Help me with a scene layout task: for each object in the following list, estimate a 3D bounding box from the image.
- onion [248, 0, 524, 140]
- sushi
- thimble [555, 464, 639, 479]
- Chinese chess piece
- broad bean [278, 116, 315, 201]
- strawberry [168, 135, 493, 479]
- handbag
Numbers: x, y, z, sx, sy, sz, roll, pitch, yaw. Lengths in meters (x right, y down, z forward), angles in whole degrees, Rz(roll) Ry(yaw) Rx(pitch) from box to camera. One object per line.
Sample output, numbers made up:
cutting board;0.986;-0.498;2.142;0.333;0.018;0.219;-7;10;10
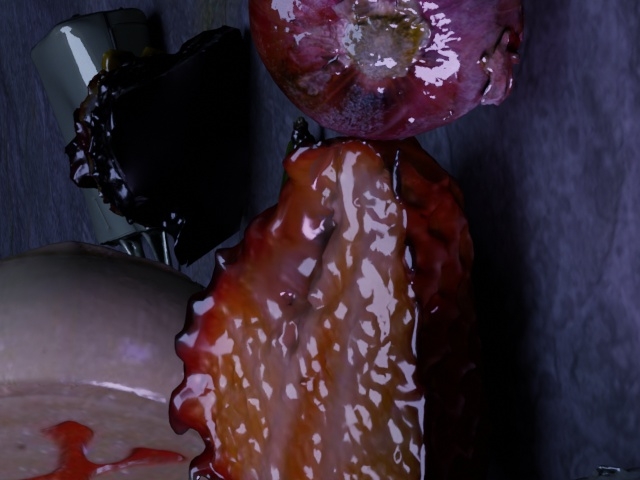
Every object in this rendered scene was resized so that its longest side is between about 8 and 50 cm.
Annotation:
onion;0.037;-0.147;0.952;0.195;0.159;0.159;-92;5;-64
sushi;-0.151;-0.091;1.460;0.150;0.153;0.172;21;138;46
thimble;0.107;0.203;0.857;0.137;0.143;0.190;-119;30;-47
Chinese chess piece;-0.200;0.152;1.407;0.338;0.338;0.140;109;169;-49
broad bean;-0.002;0.002;1.237;0.061;0.046;0.195;113;147;-58
strawberry;0.022;0.071;1.061;0.253;0.150;0.280;1;95;49
handbag;-0.222;-0.079;1.732;0.241;0.109;0.315;169;91;-71
